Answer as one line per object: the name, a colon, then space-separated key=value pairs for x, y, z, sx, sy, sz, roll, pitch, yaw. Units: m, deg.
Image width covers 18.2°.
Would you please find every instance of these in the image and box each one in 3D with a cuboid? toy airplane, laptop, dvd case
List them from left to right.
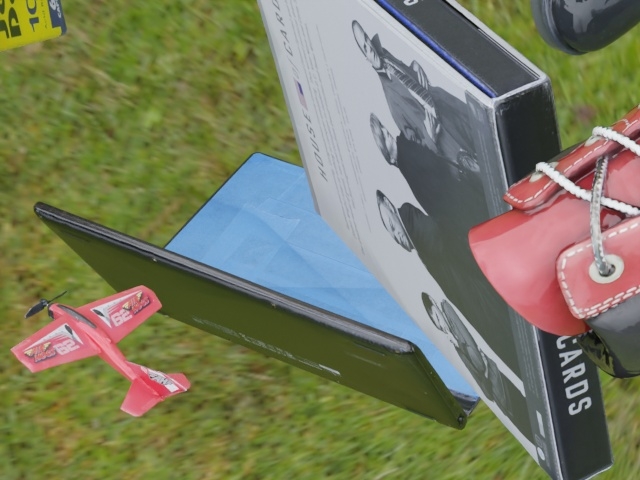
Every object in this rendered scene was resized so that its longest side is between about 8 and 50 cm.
toy airplane: x=-0.158 y=0.083 z=1.511 sx=0.151 sy=0.151 sz=0.028 roll=22 pitch=123 yaw=10
laptop: x=0.000 y=0.000 z=1.921 sx=0.382 sy=0.408 sz=0.236 roll=19 pitch=77 yaw=20
dvd case: x=0.037 y=-0.034 z=0.804 sx=0.029 sy=0.239 sz=0.179 roll=-24 pitch=126 yaw=-12

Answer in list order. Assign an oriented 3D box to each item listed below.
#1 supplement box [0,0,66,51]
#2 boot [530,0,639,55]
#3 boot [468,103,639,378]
supplement box: x=-0.369 y=-0.250 z=1.735 sx=0.195 sy=0.356 sz=0.194 roll=-7 pitch=99 yaw=9
boot: x=0.447 y=-0.297 z=1.886 sx=0.367 sy=0.146 sz=0.445 roll=-54 pitch=38 yaw=-9
boot: x=0.123 y=-0.047 z=0.508 sx=0.176 sy=0.244 sz=0.088 roll=-21 pitch=60 yaw=-9
